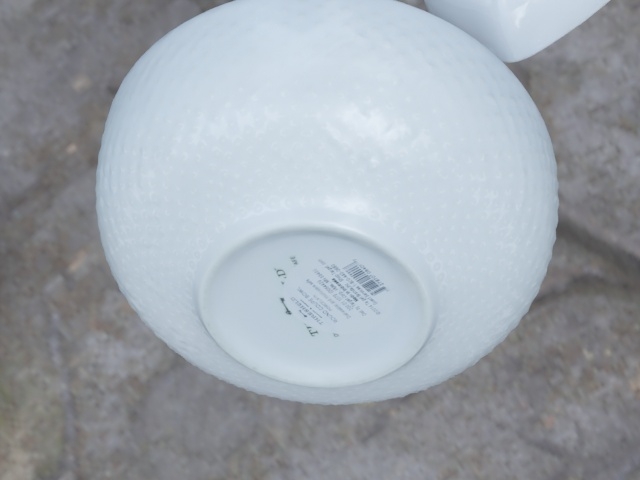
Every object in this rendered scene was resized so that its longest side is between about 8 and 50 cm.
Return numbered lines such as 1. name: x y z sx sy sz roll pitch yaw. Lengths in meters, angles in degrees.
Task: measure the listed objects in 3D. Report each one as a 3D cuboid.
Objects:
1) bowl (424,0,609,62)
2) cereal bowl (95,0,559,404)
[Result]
1. bowl: 0.149 -0.206 1.245 0.142 0.053 0.142 -38 38 -7
2. cereal bowl: 0.000 0.000 1.179 0.339 0.339 0.141 -15 39 20
